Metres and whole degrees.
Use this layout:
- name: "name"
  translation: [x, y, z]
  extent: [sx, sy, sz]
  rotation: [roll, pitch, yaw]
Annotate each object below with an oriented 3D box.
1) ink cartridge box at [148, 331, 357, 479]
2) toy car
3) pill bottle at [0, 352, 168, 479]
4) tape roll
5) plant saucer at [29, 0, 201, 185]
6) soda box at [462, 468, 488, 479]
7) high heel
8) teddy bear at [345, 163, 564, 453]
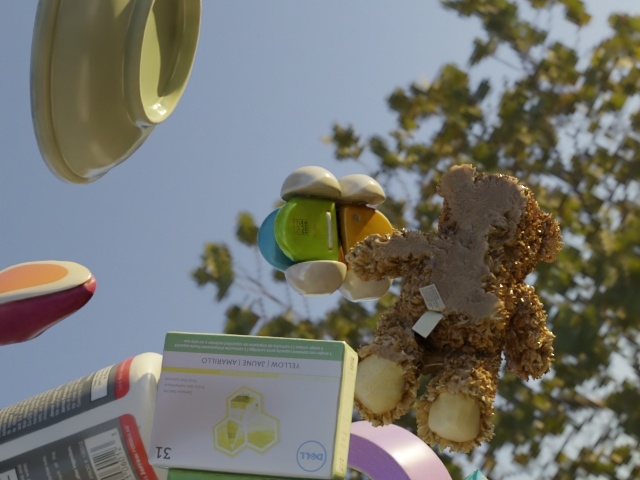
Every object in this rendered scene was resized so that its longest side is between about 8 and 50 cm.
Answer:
- name: "ink cartridge box"
  translation: [-0.064, 0.203, 1.199]
  extent: [0.056, 0.171, 0.235]
  rotation: [49, -135, -68]
- name: "toy car"
  translation: [0.000, 0.000, 1.724]
  extent: [0.182, 0.136, 0.159]
  rotation: [7, -107, -41]
- name: "pill bottle"
  translation: [-0.325, 0.291, 1.668]
  extent: [0.362, 0.210, 0.210]
  rotation: [-21, -20, 9]
- name: "tape roll"
  translation: [0.057, 0.386, 1.857]
  extent: [0.090, 0.274, 0.275]
  rotation: [-6, -54, -52]
- name: "plant saucer"
  translation: [-0.230, -0.255, 1.711]
  extent: [0.400, 0.100, 0.401]
  rotation: [14, -90, -79]
- name: "soda box"
  translation: [0.159, 0.283, 1.057]
  extent: [0.071, 0.210, 0.067]
  rotation: [-40, -5, 8]
- name: "high heel"
  translation: [-0.250, 0.092, 1.038]
  extent: [0.117, 0.244, 0.082]
  rotation: [67, -155, -14]
- name: "teddy bear"
  translation: [0.145, 0.079, 1.513]
  extent: [0.113, 0.245, 0.338]
  rotation: [87, -172, -56]
